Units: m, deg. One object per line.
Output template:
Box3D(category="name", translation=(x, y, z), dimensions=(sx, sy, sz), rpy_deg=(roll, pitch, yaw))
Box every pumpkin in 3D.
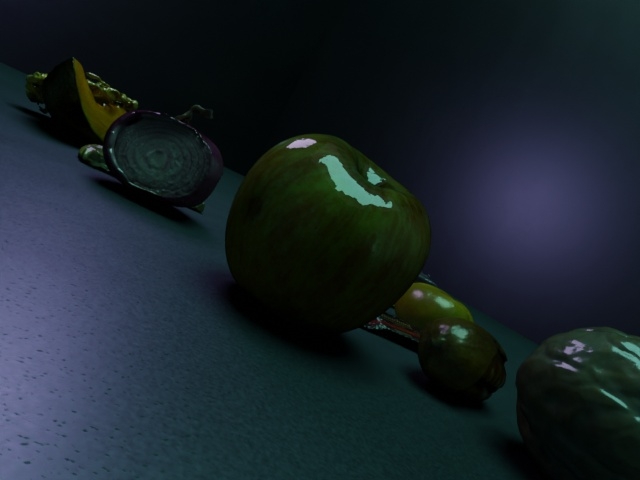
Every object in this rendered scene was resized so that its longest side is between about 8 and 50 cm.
Box3D(category="pumpkin", translation=(-0.571, -0.286, 1.173), dimensions=(0.169, 0.148, 0.312), rpy_deg=(-3, -14, 3))

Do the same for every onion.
Box3D(category="onion", translation=(-0.289, -0.147, 0.935), dimensions=(0.207, 0.201, 0.200), rpy_deg=(-7, 16, -15))

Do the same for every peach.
Box3D(category="peach", translation=(0.234, 0.153, 1.042), dimensions=(0.179, 0.103, 0.179), rpy_deg=(32, 6, -4))

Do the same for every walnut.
Box3D(category="walnut", translation=(0.329, 0.197, 0.565), dimensions=(0.224, 0.224, 0.224), rpy_deg=(28, 5, -3))
Box3D(category="walnut", translation=(0.208, 0.172, 0.723), dimensions=(0.116, 0.116, 0.207), rpy_deg=(32, -1, 38))

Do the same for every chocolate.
Box3D(category="chocolate", translation=(0.132, 0.158, 0.872), dimensions=(0.182, 0.028, 0.086), rpy_deg=(25, 13, -19))

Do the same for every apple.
Box3D(category="apple", translation=(0.000, 0.000, 0.660), dimensions=(0.264, 0.264, 0.264), rpy_deg=(28, 5, -3))

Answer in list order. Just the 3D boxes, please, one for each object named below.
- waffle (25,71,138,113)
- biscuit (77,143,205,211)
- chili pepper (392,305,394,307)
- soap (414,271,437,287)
Box3D(category="waffle", translation=(-0.618, -0.355, 1.315), dimensions=(0.280, 0.060, 0.262), rpy_deg=(9, -17, -30))
Box3D(category="biscuit", translation=(-0.389, -0.147, 1.094), dimensions=(0.273, 0.036, 0.187), rpy_deg=(24, 6, -37))
Box3D(category="chili pepper", translation=(0.173, 0.151, 1.206), dimensions=(0.083, 0.022, 0.027), rpy_deg=(25, 39, -41))
Box3D(category="soap", translation=(0.155, 0.075, 1.384), dimensions=(0.285, 0.107, 0.296), rpy_deg=(28, 4, 0))
